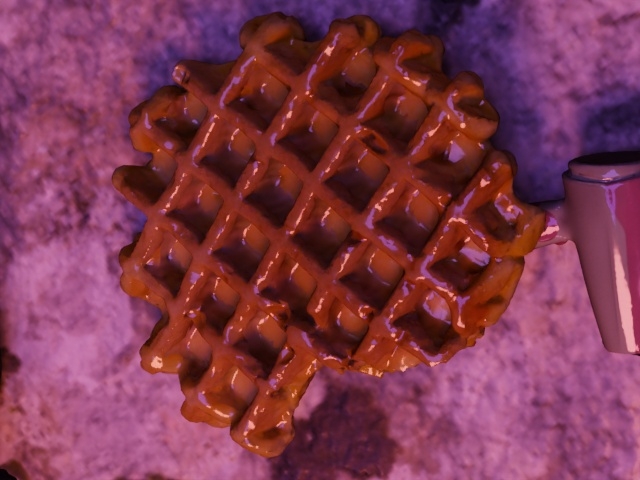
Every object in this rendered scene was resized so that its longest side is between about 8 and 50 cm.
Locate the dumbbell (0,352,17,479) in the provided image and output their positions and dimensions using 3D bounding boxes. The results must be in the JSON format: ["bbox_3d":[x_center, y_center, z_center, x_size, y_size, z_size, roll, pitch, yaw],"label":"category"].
[{"bbox_3d":[-0.355,0.078,0.985,0.388,0.185,0.185,20,106,12],"label":"dumbbell"}]

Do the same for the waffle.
[{"bbox_3d":[0.000,0.000,0.915,0.253,0.056,0.249,4,100,26],"label":"waffle"}]

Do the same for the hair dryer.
[{"bbox_3d":[0.115,0.005,0.910,0.154,0.054,0.106,2,106,26],"label":"hair dryer"}]
